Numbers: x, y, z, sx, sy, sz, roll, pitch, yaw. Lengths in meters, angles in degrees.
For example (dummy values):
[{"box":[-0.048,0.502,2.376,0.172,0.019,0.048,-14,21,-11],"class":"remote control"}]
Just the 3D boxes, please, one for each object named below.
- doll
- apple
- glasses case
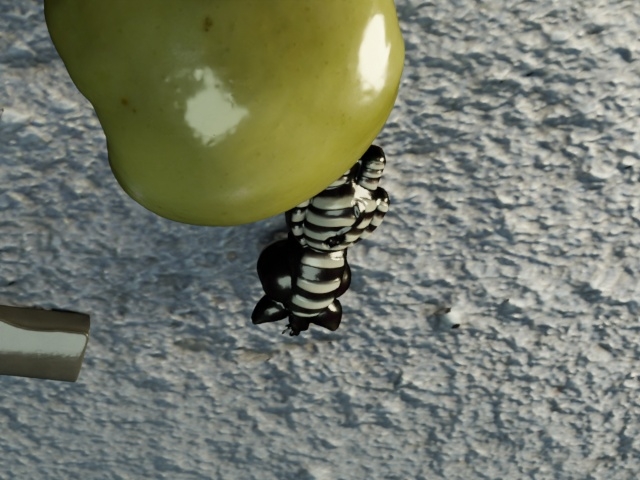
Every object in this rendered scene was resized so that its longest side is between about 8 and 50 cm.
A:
[{"box":[0.000,0.000,1.692,0.091,0.067,0.219,2,133,-22],"class":"doll"},{"box":[-0.068,-0.145,1.397,0.262,0.262,0.262,-3,138,-2],"class":"apple"},{"box":[-0.310,0.089,1.782,0.190,0.042,0.072,7,129,-13],"class":"glasses case"}]
